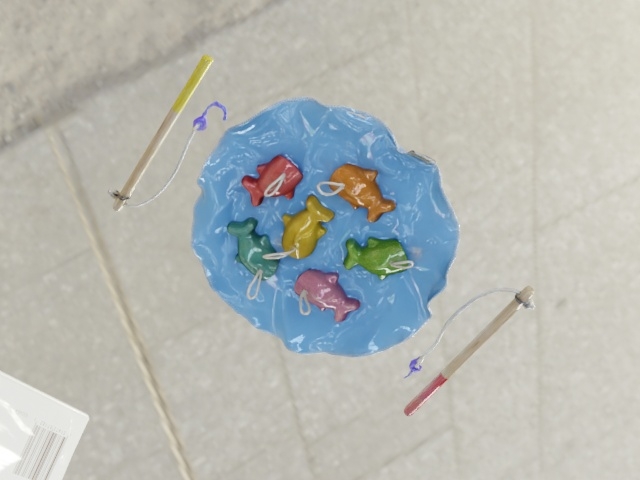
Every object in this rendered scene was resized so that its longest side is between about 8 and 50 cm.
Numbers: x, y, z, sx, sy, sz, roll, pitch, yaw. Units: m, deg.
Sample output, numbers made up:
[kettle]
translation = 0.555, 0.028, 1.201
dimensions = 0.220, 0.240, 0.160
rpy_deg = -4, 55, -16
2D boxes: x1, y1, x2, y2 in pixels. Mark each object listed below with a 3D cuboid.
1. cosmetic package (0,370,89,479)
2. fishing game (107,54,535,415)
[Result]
[cosmetic package]
translation = -0.355, 0.064, 0.821
dimensions = 0.097, 0.284, 0.377
rpy_deg = -66, 156, -12
[fishing game]
translation = 0.000, 0.000, 0.871
dimensions = 0.189, 0.264, 0.041
rpy_deg = -49, -175, 31
